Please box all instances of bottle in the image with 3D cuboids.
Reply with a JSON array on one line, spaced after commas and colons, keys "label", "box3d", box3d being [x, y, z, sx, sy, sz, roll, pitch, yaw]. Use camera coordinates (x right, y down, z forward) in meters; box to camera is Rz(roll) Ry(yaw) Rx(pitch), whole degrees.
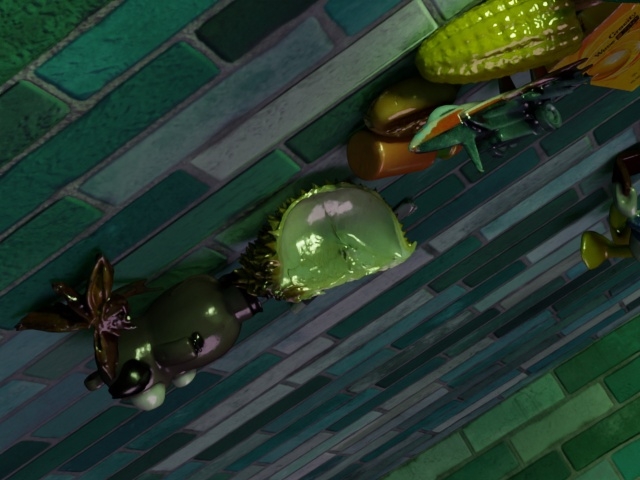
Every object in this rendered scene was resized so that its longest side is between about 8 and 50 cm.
[{"label": "bottle", "box3d": [0.119, -0.121, 1.469, 0.187, 0.069, 0.069, -11, 151, -43]}]

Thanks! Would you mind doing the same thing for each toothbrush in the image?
[{"label": "toothbrush", "box3d": [0.048, 0.028, 1.758, 0.288, 0.024, 0.026, -43, 169, 26]}]

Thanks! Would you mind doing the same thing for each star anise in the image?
[{"label": "star anise", "box3d": [-0.280, 0.075, 1.422, 0.140, 0.144, 0.158, 37, 111, -18]}]

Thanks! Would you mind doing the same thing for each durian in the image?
[{"label": "durian", "box3d": [0.000, 0.000, 1.488, 0.252, 0.139, 0.144, -18, 150, -28]}]

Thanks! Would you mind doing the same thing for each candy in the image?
[{"label": "candy", "box3d": [0.206, -0.235, 1.309, 0.199, 0.094, 0.106, -22, 163, -5]}]

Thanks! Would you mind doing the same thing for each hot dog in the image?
[{"label": "hot dog", "box3d": [0.119, -0.173, 1.380, 0.140, 0.060, 0.090, -19, 160, -10]}]

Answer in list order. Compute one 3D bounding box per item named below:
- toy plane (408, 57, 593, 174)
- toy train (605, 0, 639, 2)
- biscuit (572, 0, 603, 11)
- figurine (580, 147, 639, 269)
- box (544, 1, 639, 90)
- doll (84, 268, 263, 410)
[{"label": "toy plane", "box3d": [0.206, -0.144, 1.351, 0.223, 0.104, 0.326, -28, -174, 44]}, {"label": "toy train", "box3d": [0.276, -0.370, 0.894, 0.178, 0.249, 0.429, -12, 152, -38]}, {"label": "biscuit", "box3d": [0.380, -0.319, 1.343, 0.205, 0.031, 0.138, -17, -162, 17]}, {"label": "figurine", "box3d": [0.648, -0.065, 2.049, 0.338, 0.283, 0.204, 2, -138, 45]}, {"label": "box", "box3d": [0.422, -0.277, 1.549, 0.269, 0.043, 0.152, -4, 146, -49]}, {"label": "doll", "box3d": [-0.205, 0.133, 1.519, 0.257, 0.117, 0.182, -37, -161, -7]}]
